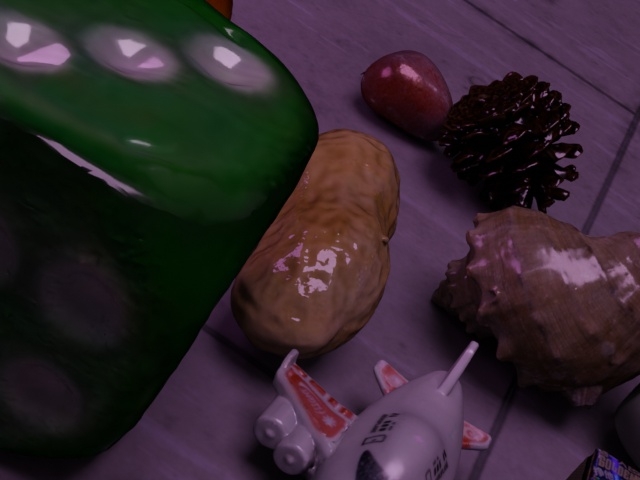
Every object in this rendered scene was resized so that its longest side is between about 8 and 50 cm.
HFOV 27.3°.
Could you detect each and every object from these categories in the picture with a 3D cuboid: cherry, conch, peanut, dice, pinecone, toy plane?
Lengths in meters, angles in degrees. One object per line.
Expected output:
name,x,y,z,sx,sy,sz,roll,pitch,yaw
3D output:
cherry,0.110,-0.185,1.615,0.126,0.087,0.106,28,40,-1
conch,0.279,0.065,1.346,0.324,0.186,0.263,13,16,18
peanut,0.000,0.000,1.248,0.149,0.149,0.313,25,36,-10
dice,-0.196,-0.034,0.995,0.297,0.287,0.300,31,33,-2
pinecone,0.234,-0.105,1.559,0.165,0.163,0.163,57,26,-23
toy plane,0.065,0.180,1.090,0.252,0.118,0.252,19,37,-15

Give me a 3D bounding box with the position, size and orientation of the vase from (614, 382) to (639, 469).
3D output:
vase,0.407,0.233,1.300,0.248,0.128,0.128,49,36,8

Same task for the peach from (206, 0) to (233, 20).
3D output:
peach,-0.230,-0.226,1.270,0.281,0.238,0.281,3,83,-26

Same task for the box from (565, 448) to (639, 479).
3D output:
box,0.266,0.334,1.082,0.198,0.084,0.310,32,34,1
